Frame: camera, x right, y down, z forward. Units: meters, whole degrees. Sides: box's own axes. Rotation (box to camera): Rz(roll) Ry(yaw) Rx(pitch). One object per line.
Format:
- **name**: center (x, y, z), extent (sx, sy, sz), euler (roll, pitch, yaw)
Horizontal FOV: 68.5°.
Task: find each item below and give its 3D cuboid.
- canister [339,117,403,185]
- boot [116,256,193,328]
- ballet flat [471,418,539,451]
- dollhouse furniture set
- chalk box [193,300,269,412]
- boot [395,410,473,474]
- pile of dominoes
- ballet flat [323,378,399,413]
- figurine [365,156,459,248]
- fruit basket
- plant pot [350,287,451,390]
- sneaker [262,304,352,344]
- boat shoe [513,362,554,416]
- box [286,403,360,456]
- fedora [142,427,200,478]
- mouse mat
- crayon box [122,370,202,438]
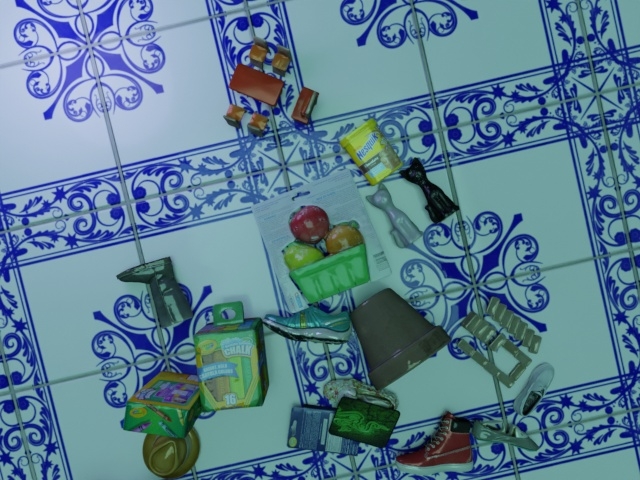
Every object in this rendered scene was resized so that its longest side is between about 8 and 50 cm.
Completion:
- **canister**: center (0.157, -0.266, 1.430), extent (0.126, 0.073, 0.170), euler (-36, 93, 1)
- **boot**: center (-0.511, 0.171, 1.452), extent (0.190, 0.076, 0.208), euler (-15, 98, 3)
- **ballet flat**: center (0.579, 0.600, 1.458), extent (0.213, 0.072, 0.068), euler (11, 87, 0)
- **dollhouse furniture set**: center (-0.140, -0.441, 1.392), extent (0.259, 0.135, 0.261), euler (21, 92, -1)
- **chalk box**: center (-0.262, 0.330, 1.395), extent (0.180, 0.179, 0.288), euler (-7, 92, 0)
- **boot**: center (0.348, 0.620, 1.454), extent (0.244, 0.088, 0.176), euler (-3, 90, -6)
- **pile of dominoes**: center (0.560, 0.314, 1.477), extent (0.251, 0.040, 0.196), euler (40, 91, -9)
- **ballet flat**: center (0.127, 0.484, 1.451), extent (0.241, 0.077, 0.091), euler (9, 93, 0)
- **figurine**: center (0.273, -0.115, 1.435), extent (0.215, 0.092, 0.209), euler (-36, 84, 2)
- **fruit basket**: center (0.000, 0.000, 1.420), extent (0.327, 0.165, 0.353), euler (-22, 76, 0)
- **plant pot**: center (0.209, 0.271, 1.375), extent (0.263, 0.263, 0.229), euler (-34, 75, 1)
- **sneaker**: center (-0.040, 0.253, 1.440), extent (0.276, 0.107, 0.109), euler (4, 66, 8)
- **boat shoe**: center (0.668, 0.465, 1.456), extent (0.066, 0.063, 0.184), euler (41, 92, -1)
- **box**: center (0.013, 0.592, 1.473), extent (0.225, 0.036, 0.136), euler (8, 92, -2)
- **fedora**: center (-0.472, 0.658, 1.455), extent (0.195, 0.079, 0.194), euler (0, 91, 0)
- **mouse mat**: center (0.133, 0.555, 1.430), extent (0.190, 0.007, 0.152), euler (17, 110, -2)
- **crayon box**: center (-0.427, 0.462, 1.349), extent (0.166, 0.278, 0.081), euler (8, 91, 0)
